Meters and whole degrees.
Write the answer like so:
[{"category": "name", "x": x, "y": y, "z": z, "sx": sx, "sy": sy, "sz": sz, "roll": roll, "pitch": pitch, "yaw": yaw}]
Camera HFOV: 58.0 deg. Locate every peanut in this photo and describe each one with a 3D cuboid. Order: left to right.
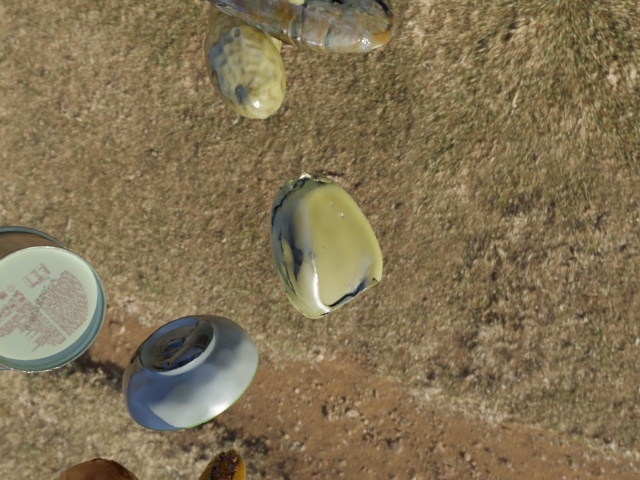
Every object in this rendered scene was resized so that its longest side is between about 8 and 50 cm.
[{"category": "peanut", "x": -0.094, "y": -0.240, "z": 0.718, "sx": 0.103, "sy": 0.229, "sz": 0.098, "roll": 15, "pitch": 133, "yaw": -22}]

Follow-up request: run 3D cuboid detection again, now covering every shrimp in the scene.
[{"category": "shrimp", "x": -0.032, "y": -0.242, "z": 0.573, "sx": 0.223, "sy": 0.126, "sz": 0.047, "roll": 21, "pitch": 139, "yaw": 5}]

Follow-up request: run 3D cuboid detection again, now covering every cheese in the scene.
[{"category": "cheese", "x": 0.000, "y": 0.000, "z": 1.297, "sx": 0.128, "sy": 0.259, "sz": 0.316, "roll": 5, "pitch": 124, "yaw": 53}]

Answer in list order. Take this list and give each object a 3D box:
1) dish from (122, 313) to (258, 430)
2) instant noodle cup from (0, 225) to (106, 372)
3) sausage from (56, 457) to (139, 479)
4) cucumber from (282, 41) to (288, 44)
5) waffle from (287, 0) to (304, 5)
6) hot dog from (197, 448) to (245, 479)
[{"category": "dish", "x": -0.314, "y": 0.266, "z": 1.324, "sx": 0.324, "sy": 0.324, "sz": 0.124, "roll": 0, "pitch": 125, "yaw": 23}, {"category": "instant noodle cup", "x": -0.442, "y": 0.095, "z": 0.868, "sx": 0.178, "sy": 0.235, "sz": 0.234, "roll": 3, "pitch": 115, "yaw": 49}, {"category": "sausage", "x": -0.384, "y": 0.476, "z": 1.014, "sx": 0.141, "sy": 0.153, "sz": 0.268, "roll": 53, "pitch": 155, "yaw": 25}, {"category": "cucumber", "x": -0.029, "y": -0.577, "z": 1.400, "sx": 0.115, "sy": 0.063, "sz": 0.244, "roll": 11, "pitch": 146, "yaw": -19}, {"category": "waffle", "x": -0.078, "y": -0.288, "z": 0.372, "sx": 0.250, "sy": 0.056, "sz": 0.261, "roll": 10, "pitch": 128, "yaw": -14}, {"category": "hot dog", "x": -0.211, "y": 0.521, "z": 1.159, "sx": 0.102, "sy": 0.249, "sz": 0.076, "roll": 27, "pitch": 119, "yaw": -1}]
